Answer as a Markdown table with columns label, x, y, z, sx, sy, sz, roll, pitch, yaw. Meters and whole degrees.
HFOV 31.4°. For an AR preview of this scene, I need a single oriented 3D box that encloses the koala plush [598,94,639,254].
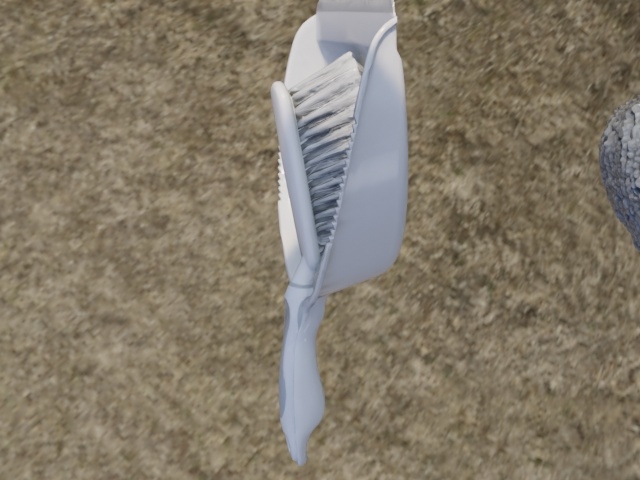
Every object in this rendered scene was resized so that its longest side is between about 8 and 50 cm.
| label | x | y | z | sx | sy | sz | roll | pitch | yaw |
| --- | --- | --- | --- | --- | --- | --- | --- | --- | --- |
| koala plush | 0.228 | 0.045 | 0.583 | 0.203 | 0.196 | 0.221 | 9 | 95 | -2 |

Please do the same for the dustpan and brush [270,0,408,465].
| label | x | y | z | sx | sy | sz | roll | pitch | yaw |
| --- | --- | --- | --- | --- | --- | --- | --- | --- | --- |
| dustpan and brush | 0.000 | 0.000 | 0.519 | 0.060 | 0.147 | 0.211 | -10 | 103 | -11 |
